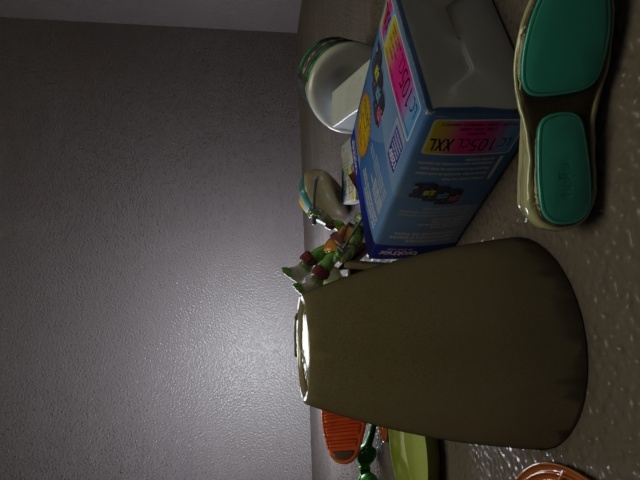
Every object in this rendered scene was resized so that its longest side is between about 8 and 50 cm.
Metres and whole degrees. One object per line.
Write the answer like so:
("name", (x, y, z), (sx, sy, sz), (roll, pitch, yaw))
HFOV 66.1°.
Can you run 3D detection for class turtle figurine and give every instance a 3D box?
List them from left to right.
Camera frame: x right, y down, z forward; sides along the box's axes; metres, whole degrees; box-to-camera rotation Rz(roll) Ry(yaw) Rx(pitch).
("turtle figurine", (0.000, 0.000, 1.254), (0.266, 0.198, 0.274), (-50, -20, 5))

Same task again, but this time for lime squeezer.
("lime squeezer", (0.139, 0.597, 1.271), (0.110, 0.058, 0.311), (-22, 63, 49))

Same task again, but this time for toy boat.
("toy boat", (0.008, -0.072, 1.580), (0.267, 0.148, 0.318), (32, -140, -64))

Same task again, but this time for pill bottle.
("pill bottle", (0.048, -0.409, 1.259), (0.361, 0.204, 0.204), (-109, 21, -65))

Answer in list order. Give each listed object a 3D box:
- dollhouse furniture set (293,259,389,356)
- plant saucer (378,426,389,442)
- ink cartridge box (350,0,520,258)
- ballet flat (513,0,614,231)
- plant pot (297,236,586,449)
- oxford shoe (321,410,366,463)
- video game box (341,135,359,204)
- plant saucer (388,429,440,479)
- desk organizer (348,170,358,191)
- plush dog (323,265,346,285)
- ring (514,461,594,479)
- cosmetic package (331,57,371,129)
("dollhouse furniture set", (0.080, 0.150, 1.076), (0.242, 0.212, 0.161), (-29, -60, -68))
("plant saucer", (0.157, 0.453, 1.211), (0.083, 0.013, 0.084), (180, 90, -82))
("ink cartridge box", (0.151, -0.148, 0.776), (0.396, 0.151, 0.270), (100, 167, -58))
("ballet flat", (0.229, -0.134, 0.484), (0.086, 0.086, 0.249), (-126, 35, -76))
("plant pot", (0.113, 0.123, 0.594), (0.256, 0.273, 0.257), (180, 90, -81))
("oxford shoe", (0.085, 0.450, 1.381), (0.364, 0.129, 0.133), (-83, -22, -43))
("video game box", (0.100, -0.205, 1.461), (0.205, 0.048, 0.187), (-173, 85, -82))
("plant saucer", (0.182, 0.397, 0.956), (0.241, 0.037, 0.241), (180, 90, -83))
("desk organizer", (0.125, -0.129, 1.273), (0.047, 0.050, 0.130), (43, -161, -54))
("plush dog", (0.075, 0.223, 1.346), (0.263, 0.210, 0.226), (-70, -26, -43))
("ring", (0.254, 0.399, 0.476), (0.336, 0.032, 0.337), (180, 90, -83))
("cosmetic package", (0.114, -0.288, 0.980), (0.231, 0.117, 0.086), (177, 93, -69))
